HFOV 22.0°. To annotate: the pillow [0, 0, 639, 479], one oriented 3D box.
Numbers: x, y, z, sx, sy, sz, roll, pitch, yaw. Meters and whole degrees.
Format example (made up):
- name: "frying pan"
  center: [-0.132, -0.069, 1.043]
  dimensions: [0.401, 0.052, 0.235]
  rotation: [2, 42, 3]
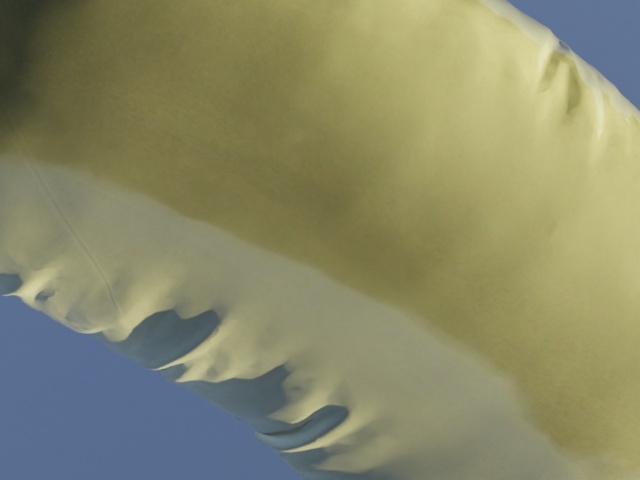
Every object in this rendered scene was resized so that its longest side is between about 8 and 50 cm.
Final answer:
- name: "pillow"
  center: [-0.001, 0.000, 0.377]
  dimensions: [0.254, 0.144, 0.078]
  rotation: [34, -157, -12]
